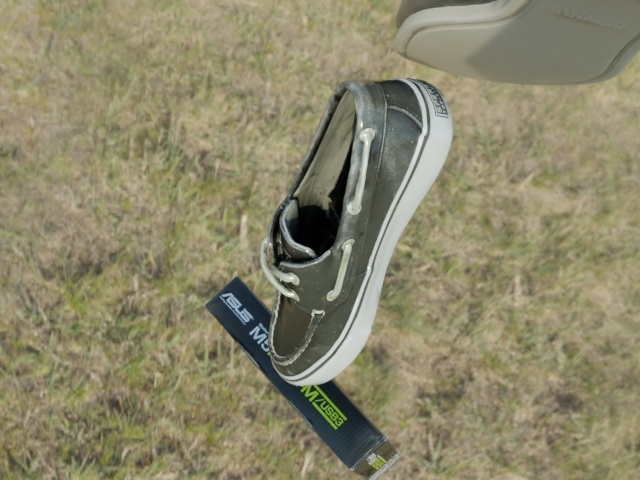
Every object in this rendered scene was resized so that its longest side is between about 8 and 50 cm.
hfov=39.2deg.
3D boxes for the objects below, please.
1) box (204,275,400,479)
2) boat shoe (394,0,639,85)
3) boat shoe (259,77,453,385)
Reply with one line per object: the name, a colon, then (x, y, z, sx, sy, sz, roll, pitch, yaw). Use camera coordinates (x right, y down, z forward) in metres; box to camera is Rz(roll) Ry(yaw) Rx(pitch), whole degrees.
box: (-0.010, 0.130, 0.800, 0.045, 0.191, 0.184, -40, 71, -5)
boat shoe: (0.119, -0.141, 0.423, 0.112, 0.335, 0.095, 15, 90, -9)
boat shoe: (0.000, 0.000, 0.534, 0.070, 0.219, 0.078, -3, 38, -36)
